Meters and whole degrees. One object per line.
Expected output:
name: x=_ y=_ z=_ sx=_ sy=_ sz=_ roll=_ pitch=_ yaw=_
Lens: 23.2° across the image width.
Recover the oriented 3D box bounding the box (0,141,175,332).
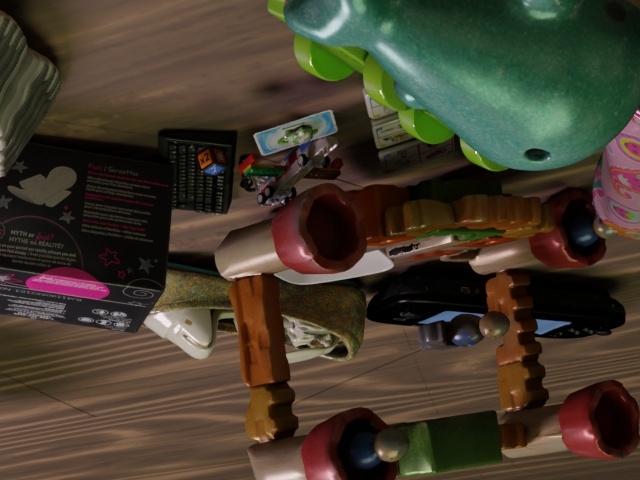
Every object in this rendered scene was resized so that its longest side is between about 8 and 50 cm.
box: x=-0.287 y=-0.007 z=1.593 sx=0.247 sy=0.142 sz=0.163 roll=10 pitch=158 yaw=-14

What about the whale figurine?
whale figurine: x=0.112 y=-0.133 z=1.126 sx=0.272 sy=0.141 sz=0.216 roll=11 pitch=156 yaw=-25

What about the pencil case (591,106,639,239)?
pencil case: x=0.312 y=-0.098 z=1.440 sx=0.124 sy=0.124 sz=0.284 roll=-3 pitch=159 yaw=5

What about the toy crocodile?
toy crocodile: x=0.088 y=-0.148 z=1.321 sx=0.340 sy=0.105 sz=0.115 roll=27 pitch=-179 yaw=-41

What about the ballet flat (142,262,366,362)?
ballet flat: x=-0.108 y=0.095 z=1.912 sx=0.348 sy=0.123 sz=0.123 roll=6 pitch=158 yaw=-17

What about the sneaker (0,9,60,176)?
sneaker: x=-0.304 y=-0.147 z=1.351 sx=0.115 sy=0.105 sz=0.281 roll=28 pitch=162 yaw=8

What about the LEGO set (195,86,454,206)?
LEGO set: x=0.004 y=-0.102 z=1.508 sx=0.244 sy=0.060 sz=0.182 roll=-18 pitch=157 yaw=1

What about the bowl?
bowl: x=0.000 y=0.000 z=1.757 sx=0.142 sy=0.053 sz=0.142 roll=-12 pitch=156 yaw=24

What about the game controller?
game controller: x=0.222 y=0.092 z=1.986 sx=0.319 sy=0.067 sz=0.166 roll=6 pitch=157 yaw=-17

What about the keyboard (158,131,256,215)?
keyboard: x=-0.114 y=-0.067 z=1.623 sx=0.108 sy=0.023 sz=0.180 roll=1 pitch=159 yaw=-5

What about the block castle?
block castle: x=0.133 y=0.094 z=1.587 sx=0.453 sy=0.303 sz=0.213 roll=0 pitch=169 yaw=-42
